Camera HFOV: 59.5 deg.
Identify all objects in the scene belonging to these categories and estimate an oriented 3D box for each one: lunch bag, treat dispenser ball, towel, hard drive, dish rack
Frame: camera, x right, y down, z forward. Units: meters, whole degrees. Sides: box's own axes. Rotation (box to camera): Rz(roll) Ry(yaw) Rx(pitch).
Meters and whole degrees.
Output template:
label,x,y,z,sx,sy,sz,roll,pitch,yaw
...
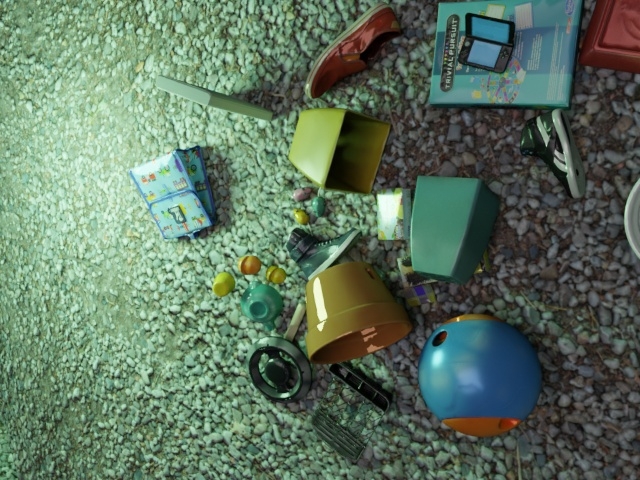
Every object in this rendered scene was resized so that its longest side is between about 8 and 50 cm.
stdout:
label,x,y,z,sx,sy,sz,roll,pitch,yaw
lunch bag,-0.477,-0.143,1.894,0.220,0.138,0.293,-17,97,27
treat dispenser ball,0.379,0.322,1.351,0.288,0.288,0.288,2,94,28
towel,0.272,0.152,1.546,0.083,0.009,0.060,-16,106,27
hard drive,-0.306,-0.418,1.664,0.203,0.307,0.040,24,103,25
dish rack,0.078,0.508,1.647,0.208,0.074,0.272,33,108,23

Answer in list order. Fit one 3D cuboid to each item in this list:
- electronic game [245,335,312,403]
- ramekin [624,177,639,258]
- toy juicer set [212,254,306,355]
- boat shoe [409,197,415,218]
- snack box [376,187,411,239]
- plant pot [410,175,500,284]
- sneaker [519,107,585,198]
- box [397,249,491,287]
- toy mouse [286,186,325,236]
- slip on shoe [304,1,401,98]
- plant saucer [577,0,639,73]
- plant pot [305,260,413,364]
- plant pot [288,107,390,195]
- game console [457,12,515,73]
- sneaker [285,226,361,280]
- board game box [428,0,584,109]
label,x,y,z,sx,sy,sz,roll,pitch,yaw
electronic game,-0.132,0.406,1.754,0.229,0.048,0.229,6,108,20
ramekin,0.801,-0.050,1.190,0.277,0.135,0.277,2,94,27
toy juicer set,-0.160,0.177,1.753,0.329,0.089,0.209,43,104,-8
boat shoe,0.279,-0.046,1.519,0.056,0.048,0.153,-27,80,27
snack box,0.203,-0.073,1.547,0.100,0.037,0.141,0,93,53
plant pot,0.321,-0.019,1.386,0.165,0.165,0.234,7,79,36
sneaker,0.555,-0.198,1.357,0.121,0.079,0.217,-13,93,44
box,0.328,0.063,1.495,0.232,0.058,0.087,-16,85,27
toy mouse,-0.037,-0.118,1.694,0.161,0.031,0.143,48,113,17
slip on shoe,0.085,-0.510,1.562,0.331,0.123,0.101,-39,79,19
plant saucer,0.743,-0.506,1.245,0.258,0.047,0.259,20,103,26
plant pot,0.080,0.192,1.529,0.290,0.290,0.204,-32,61,26
plant pot,0.037,-0.260,1.560,0.187,0.212,0.212,25,105,38
game console,0.390,-0.468,1.331,0.122,0.071,0.107,24,104,25
sneaker,-0.001,0.001,1.646,0.226,0.086,0.163,-44,80,24
board game box,0.452,-0.457,1.384,0.335,0.079,0.254,9,97,28
